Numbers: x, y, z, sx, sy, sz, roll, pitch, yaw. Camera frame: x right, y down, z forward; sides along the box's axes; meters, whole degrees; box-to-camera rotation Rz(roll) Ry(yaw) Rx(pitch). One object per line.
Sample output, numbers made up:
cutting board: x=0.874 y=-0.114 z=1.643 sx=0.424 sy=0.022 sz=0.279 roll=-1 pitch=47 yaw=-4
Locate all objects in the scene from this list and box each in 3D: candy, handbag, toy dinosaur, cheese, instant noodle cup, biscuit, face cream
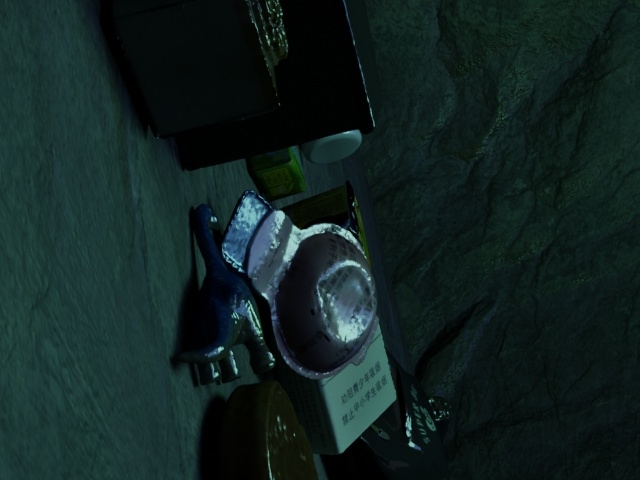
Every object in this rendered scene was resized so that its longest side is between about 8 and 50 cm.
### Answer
candy: x=-0.070 y=-0.161 z=2.013 sx=0.097 sy=0.062 sz=0.194 roll=63 pitch=15 yaw=-63
handbag: x=0.078 y=0.261 z=2.182 sx=0.288 sy=0.152 sz=0.342 roll=55 pitch=18 yaw=-47
toy dinosaur: x=-0.107 y=0.044 z=1.401 sx=0.248 sy=0.075 sz=0.188 roll=8 pitch=60 yaw=-77
cheese: x=-0.017 y=0.051 z=1.694 sx=0.286 sy=0.074 sz=0.189 roll=41 pitch=60 yaw=-41
instant noodle cup: x=0.000 y=0.000 z=2.048 sx=0.151 sy=0.122 sz=0.151 roll=-10 pitch=90 yaw=-83
biscuit: x=-0.027 y=0.327 z=1.408 sx=0.359 sy=0.074 sz=0.381 roll=-65 pitch=144 yaw=-77
face cream: x=0.009 y=-0.195 z=2.511 sx=0.117 sy=0.117 sz=0.104 roll=62 pitch=9 yaw=-67

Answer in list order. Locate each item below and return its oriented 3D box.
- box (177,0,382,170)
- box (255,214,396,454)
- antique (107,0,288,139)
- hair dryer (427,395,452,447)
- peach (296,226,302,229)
box: x=-0.056 y=-0.233 z=1.639 sx=0.345 sy=0.205 sz=0.251 roll=-62 pitch=139 yaw=-80
box: x=0.005 y=0.116 z=1.843 sx=0.168 sy=0.071 sz=0.259 roll=-35 pitch=114 yaw=-53
antique: x=-0.111 y=-0.204 z=1.376 sx=0.152 sy=0.148 sz=0.146 roll=-99 pitch=175 yaw=-46
hair dryer: x=0.141 y=0.451 z=2.345 sx=0.359 sy=0.120 sz=0.303 roll=-76 pitch=-177 yaw=-46
peach: x=-0.041 y=0.031 z=1.903 sx=0.098 sy=0.061 sz=0.098 roll=20 pitch=66 yaw=-52
